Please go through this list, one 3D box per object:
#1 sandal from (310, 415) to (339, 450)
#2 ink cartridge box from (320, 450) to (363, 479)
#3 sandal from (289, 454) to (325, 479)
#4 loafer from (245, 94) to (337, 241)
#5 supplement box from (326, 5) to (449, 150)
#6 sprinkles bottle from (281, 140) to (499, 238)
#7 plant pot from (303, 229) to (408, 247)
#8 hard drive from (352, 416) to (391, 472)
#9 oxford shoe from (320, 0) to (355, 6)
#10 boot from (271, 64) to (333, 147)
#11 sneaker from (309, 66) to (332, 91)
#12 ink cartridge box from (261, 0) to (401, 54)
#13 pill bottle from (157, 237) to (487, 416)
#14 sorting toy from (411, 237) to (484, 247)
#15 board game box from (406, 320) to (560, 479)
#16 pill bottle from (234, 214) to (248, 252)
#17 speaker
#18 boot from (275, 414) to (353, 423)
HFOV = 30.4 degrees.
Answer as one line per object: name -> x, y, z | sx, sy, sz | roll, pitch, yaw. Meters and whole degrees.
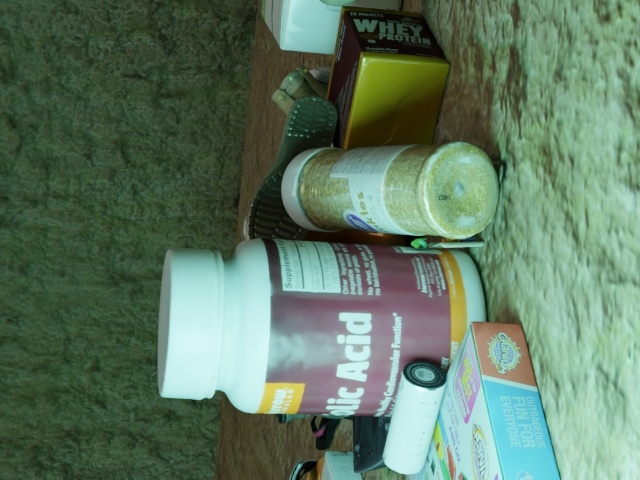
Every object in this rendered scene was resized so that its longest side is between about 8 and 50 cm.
sandal -> 0.006, 0.348, 2.272 | 0.179, 0.040, 0.067 | 109, 160, -54
ink cartridge box -> 0.033, 0.544, 2.040 | 0.239, 0.060, 0.275 | -113, 29, -63
sandal -> -0.023, 0.469, 2.292 | 0.265, 0.076, 0.102 | 113, 158, -59
loafer -> -0.036, -0.085, 1.772 | 0.092, 0.102, 0.268 | 83, -153, -73
supplement box -> 0.093, -0.226, 1.777 | 0.194, 0.129, 0.191 | -105, 21, -56
sprinkles bottle -> 0.082, -0.068, 1.555 | 0.355, 0.121, 0.121 | 4, 91, 59
plant pot -> 0.042, 0.064, 1.844 | 0.205, 0.205, 0.188 | -113, 13, -66
hard drive -> 0.099, 0.262, 1.803 | 0.255, 0.054, 0.172 | 122, 149, -67
oxford shoe -> 0.096, -0.406, 1.629 | 0.397, 0.140, 0.147 | -32, 60, 58
boot -> 0.014, -0.207, 1.999 | 0.095, 0.203, 0.262 | -43, 6, -4
sneaker -> 0.039, -0.245, 2.176 | 0.282, 0.102, 0.161 | -127, 33, -82
ink cartridge box -> 0.012, -0.409, 2.054 | 0.273, 0.198, 0.115 | -112, 27, -65
pill bottle -> -0.005, 0.112, 1.508 | 0.224, 0.392, 0.224 | -177, 90, -79
sorting toy -> 0.160, 0.003, 1.498 | 0.062, 0.083, 0.012 | 178, 90, -78
board game box -> 0.180, 0.285, 1.371 | 0.316, 0.064, 0.242 | 106, 163, -48
pill bottle -> -0.123, 0.087, 2.683 | 0.162, 0.162, 0.278 | -114, 29, -66
speaker -> 0.113, 0.216, 1.419 | 0.055, 0.055, 0.136 | -105, 21, -57
boot -> -0.015, 0.209, 2.108 | 0.083, 0.161, 0.246 | 111, 159, -55
